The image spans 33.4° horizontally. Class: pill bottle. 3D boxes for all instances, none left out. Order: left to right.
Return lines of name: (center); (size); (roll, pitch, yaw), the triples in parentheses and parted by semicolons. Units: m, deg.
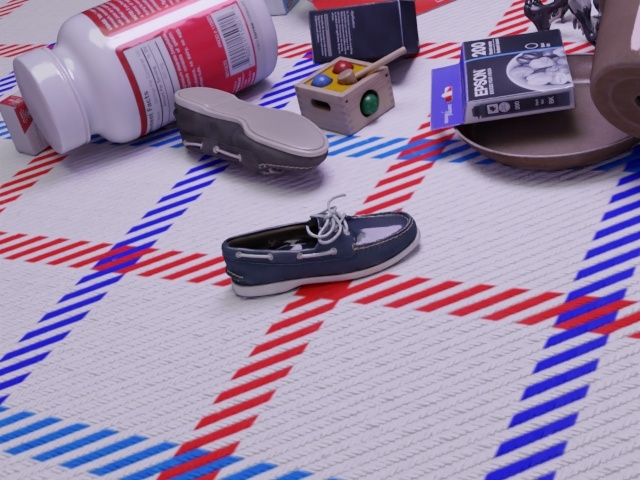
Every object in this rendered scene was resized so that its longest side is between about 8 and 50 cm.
pill bottle: (-0.296, -0.307, 1.816); (0.407, 0.229, 0.229); (-28, 35, -21)

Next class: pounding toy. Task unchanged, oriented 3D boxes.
pounding toy: (0.054, -0.246, 1.703); (0.141, 0.100, 0.130); (20, 46, 42)

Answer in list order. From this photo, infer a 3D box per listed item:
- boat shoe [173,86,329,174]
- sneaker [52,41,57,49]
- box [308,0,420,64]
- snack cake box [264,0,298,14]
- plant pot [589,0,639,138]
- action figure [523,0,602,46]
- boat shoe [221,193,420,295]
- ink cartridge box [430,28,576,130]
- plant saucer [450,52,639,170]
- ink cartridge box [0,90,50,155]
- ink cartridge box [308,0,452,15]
boat shoe: (-0.107, -0.154, 1.655); (0.112, 0.096, 0.335); (-22, 35, -37)
sneaker: (-0.374, -0.339, 2.002); (0.281, 0.105, 0.115); (-6, 7, -35)
box: (0.077, -0.356, 1.824); (0.158, 0.093, 0.156); (-3, 10, 15)
snack cake box: (-0.099, -0.571, 2.274); (0.152, 0.089, 0.264); (1, 36, 25)
plant pot: (0.455, -0.257, 1.377); (0.263, 0.263, 0.229); (13, 60, 36)
action figure: (0.459, -0.384, 1.721); (0.164, 0.141, 0.275); (-28, 32, -28)
boat shoe: (0.000, 0.000, 1.365); (0.254, 0.079, 0.095); (-12, 32, 4)
ink cartridge box: (0.261, -0.241, 1.577); (0.208, 0.045, 0.206); (-9, 33, 11)
plant saucer: (0.345, -0.182, 1.539); (0.310, 0.050, 0.311); (-11, 32, 7)
ink cartridge box: (-0.487, -0.227, 1.889); (0.056, 0.099, 0.135); (15, 43, 38)
ink cartridge box: (0.104, -0.529, 2.057); (0.296, 0.066, 0.261); (-24, 58, -15)
